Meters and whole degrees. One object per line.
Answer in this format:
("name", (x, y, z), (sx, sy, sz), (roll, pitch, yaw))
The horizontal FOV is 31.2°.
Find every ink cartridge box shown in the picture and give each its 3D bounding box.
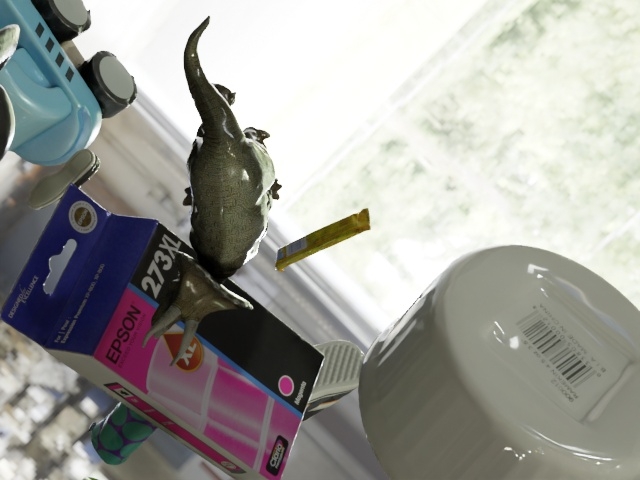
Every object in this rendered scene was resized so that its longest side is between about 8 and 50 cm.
("ink cartridge box", (-0.157, 0.107, 1.250), (0.069, 0.371, 0.175), (-15, -136, 46))

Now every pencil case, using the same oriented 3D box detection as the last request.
("pencil case", (-0.234, 0.222, 1.458), (0.152, 0.064, 0.070), (-45, -162, 35))

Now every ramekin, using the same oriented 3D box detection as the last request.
("ramekin", (0.187, 0.133, 1.031), (0.277, 0.277, 0.135), (-45, 170, -47))

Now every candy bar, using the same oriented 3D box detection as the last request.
("candy bar", (0.000, 0.000, 1.563), (0.161, 0.018, 0.040), (-25, -133, 28))

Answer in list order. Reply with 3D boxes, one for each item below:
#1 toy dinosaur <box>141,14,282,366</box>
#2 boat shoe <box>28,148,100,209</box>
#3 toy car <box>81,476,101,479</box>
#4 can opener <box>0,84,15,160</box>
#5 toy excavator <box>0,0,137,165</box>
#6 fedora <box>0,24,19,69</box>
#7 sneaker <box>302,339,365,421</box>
("toy dinosaur", (-0.084, -0.047, 1.061), (0.160, 0.121, 0.313), (-97, -162, -55))
("boat shoe", (-0.389, -0.089, 1.742), (0.125, 0.046, 0.038), (-44, 159, -2))
("toy car", (-0.204, 0.371, 1.229), (0.155, 0.188, 0.149), (-61, -161, -3))
("can opener", (-0.380, -0.045, 1.190), (0.076, 0.095, 0.283), (-69, 176, -56))
("toy excavator", (-0.549, -0.277, 1.788), (0.222, 0.433, 0.445), (-25, -163, 27))
("fedora", (-0.529, -0.197, 1.440), (0.334, 0.152, 0.334), (-42, -164, 15))
("sneaker", (-0.073, 0.240, 1.884), (0.321, 0.126, 0.127), (3, 145, -39))
